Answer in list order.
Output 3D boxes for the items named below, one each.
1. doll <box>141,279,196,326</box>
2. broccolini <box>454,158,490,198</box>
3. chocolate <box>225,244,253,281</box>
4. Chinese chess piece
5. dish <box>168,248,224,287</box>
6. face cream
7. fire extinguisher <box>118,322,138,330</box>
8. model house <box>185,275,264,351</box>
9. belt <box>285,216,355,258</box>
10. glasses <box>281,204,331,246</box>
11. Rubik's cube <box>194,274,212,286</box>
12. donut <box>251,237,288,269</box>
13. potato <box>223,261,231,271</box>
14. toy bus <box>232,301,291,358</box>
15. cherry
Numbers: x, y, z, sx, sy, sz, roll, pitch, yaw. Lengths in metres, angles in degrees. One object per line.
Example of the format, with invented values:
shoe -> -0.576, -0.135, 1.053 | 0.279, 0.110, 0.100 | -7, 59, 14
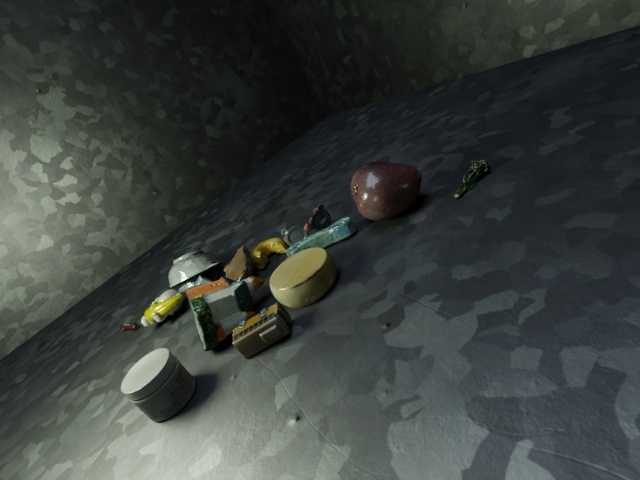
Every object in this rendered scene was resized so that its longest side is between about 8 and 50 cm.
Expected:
doll -> -0.707, 0.297, 1.924 | 0.237, 0.111, 0.252 | -35, 8, 20
broccolini -> 0.541, -0.229, 1.506 | 0.201, 0.058, 0.073 | -43, 19, -26
chocolate -> -0.344, 0.136, 1.831 | 0.161, 0.083, 0.261 | -52, 23, 13
Chinese chess piece -> -0.060, 0.131, 1.485 | 0.250, 0.097, 0.251 | -25, 25, 12
dish -> -0.632, 0.123, 2.056 | 0.302, 0.120, 0.303 | -27, 1, 1
face cream -> -0.510, 0.458, 1.322 | 0.177, 0.153, 0.177 | -25, 26, 13
fire extinguisher -> -0.953, 0.426, 2.072 | 0.173, 0.035, 0.049 | -7, 37, 38
model house -> -0.335, 0.243, 1.556 | 0.300, 0.191, 0.271 | -23, 16, -19
belt -> 0.000, 0.000, 1.697 | 0.302, 0.072, 0.087 | -28, 21, 9
glasses -> -0.089, -0.089, 1.927 | 0.234, 0.118, 0.268 | -36, 24, -5
Rubik's cube -> -0.549, 0.213, 1.953 | 0.073, 0.084, 0.075 | -61, 10, -2
donut -> -0.241, 0.049, 1.893 | 0.181, 0.078, 0.146 | -37, 27, -15
potato -> -0.434, 0.127, 2.015 | 0.083, 0.040, 0.051 | -21, 20, 20
toy bus -> -0.186, 0.289, 1.335 | 0.181, 0.091, 0.103 | -31, 25, 6
cherry -> 0.248, -0.199, 1.615 | 0.307, 0.221, 0.261 | -17, 33, 1
